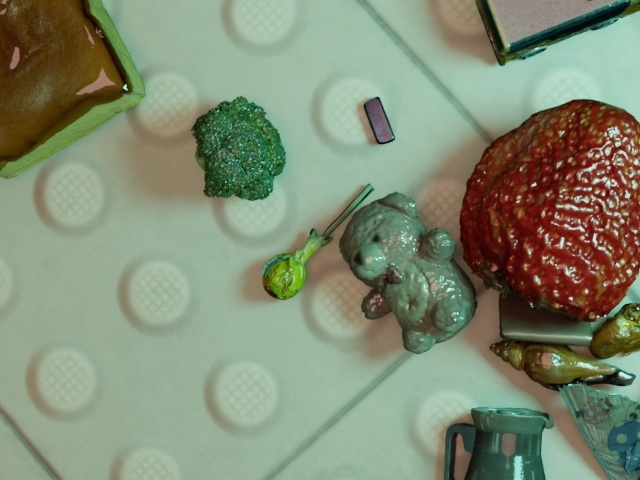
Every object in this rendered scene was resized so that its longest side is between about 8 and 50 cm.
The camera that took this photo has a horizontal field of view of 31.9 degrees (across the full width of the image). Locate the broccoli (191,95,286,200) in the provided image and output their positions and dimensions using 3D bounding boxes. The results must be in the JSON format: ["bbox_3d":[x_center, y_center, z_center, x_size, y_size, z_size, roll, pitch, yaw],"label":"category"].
[{"bbox_3d":[-0.144,-0.156,1.925,0.156,0.195,0.196,6,93,47],"label":"broccoli"}]

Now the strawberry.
[{"bbox_3d":[0.380,-0.058,1.773,0.312,0.267,0.351,30,113,18],"label":"strawberry"}]

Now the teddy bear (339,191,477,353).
[{"bbox_3d":[0.147,0.053,1.880,0.267,0.151,0.236,49,130,0],"label":"teddy bear"}]

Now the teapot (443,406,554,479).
[{"bbox_3d":[0.296,0.392,1.873,0.203,0.171,0.225,0,84,40],"label":"teapot"}]

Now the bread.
[{"bbox_3d":[-0.515,-0.323,1.990,0.333,0.143,0.324,-30,85,9],"label":"bread"}]

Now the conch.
[{"bbox_3d":[0.399,0.212,1.876,0.232,0.080,0.086,30,132,12],"label":"conch"}]

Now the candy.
[{"bbox_3d":[-0.002,-0.002,1.957,0.262,0.073,0.077,-46,62,1],"label":"candy"}]

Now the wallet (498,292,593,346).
[{"bbox_3d":[0.373,0.131,1.871,0.152,0.118,0.039,4,129,6],"label":"wallet"}]

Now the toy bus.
[{"bbox_3d":[0.400,-0.399,1.823,0.275,0.167,0.139,-20,88,9],"label":"toy bus"}]

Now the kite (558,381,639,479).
[{"bbox_3d":[0.550,0.294,1.860,0.335,0.011,0.314,15,105,-5],"label":"kite"}]

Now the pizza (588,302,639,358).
[{"bbox_3d":[0.540,0.132,1.849,0.193,0.154,0.069,-17,69,-11],"label":"pizza"}]

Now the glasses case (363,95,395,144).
[{"bbox_3d":[0.102,-0.207,1.949,0.033,0.023,0.083,-22,86,14],"label":"glasses case"}]
